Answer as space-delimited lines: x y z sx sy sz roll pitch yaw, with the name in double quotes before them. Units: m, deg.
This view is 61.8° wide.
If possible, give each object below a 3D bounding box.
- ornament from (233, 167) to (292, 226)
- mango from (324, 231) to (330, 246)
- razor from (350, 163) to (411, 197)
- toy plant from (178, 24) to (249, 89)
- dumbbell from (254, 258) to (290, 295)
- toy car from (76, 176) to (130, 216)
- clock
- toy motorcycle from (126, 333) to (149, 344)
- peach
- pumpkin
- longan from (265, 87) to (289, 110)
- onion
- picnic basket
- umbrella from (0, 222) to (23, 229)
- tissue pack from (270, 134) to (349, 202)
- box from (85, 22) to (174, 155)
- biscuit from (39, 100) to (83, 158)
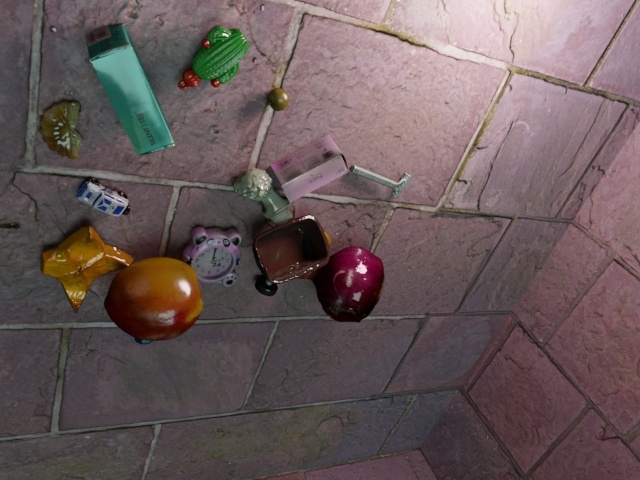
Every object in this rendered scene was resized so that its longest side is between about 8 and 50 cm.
"ornament" -0.192 -0.157 1.964 0.130 0.120 0.285 -42 135 7
"mango" 0.000 0.000 2.238 0.078 0.057 0.114 -28 126 2
"razor" 0.239 -0.248 2.152 0.277 0.056 0.111 13 121 -35
"toy plant" -0.314 -0.537 1.613 0.154 0.088 0.240 5 132 -48
"dumbbell" -0.191 0.133 2.216 0.100 0.100 0.191 14 120 -35
"toy car" -0.706 -0.132 1.754 0.080 0.070 0.170 -47 131 14
"clock" -0.418 0.064 2.053 0.227 0.090 0.248 2 124 -28
"toy motorcycle" -0.694 0.315 2.098 0.182 0.124 0.272 -21 135 4
"peach" -0.581 0.205 1.877 0.332 0.308 0.308 -4 128 -13
"pumpkin" -0.832 0.093 1.855 0.290 0.095 0.258 -37 140 0
"longan" -0.145 -0.465 1.768 0.083 0.075 0.075 -20 133 -7
"onion" 0.076 0.174 2.281 0.385 0.348 0.348 16 125 4
"picnic basket" -0.124 0.041 2.083 0.296 0.129 0.223 -23 93 -25
"umbrella" -0.999 -0.044 1.715 0.083 0.020 0.031 -3 167 -25
"tissue pack" -0.040 -0.264 1.937 0.246 0.149 0.092 -28 135 -1
"box" -0.536 -0.422 1.511 0.118 0.205 0.311 -22 134 -7
"biscuit" -0.765 -0.320 1.578 0.118 0.061 0.183 -3 128 -23
